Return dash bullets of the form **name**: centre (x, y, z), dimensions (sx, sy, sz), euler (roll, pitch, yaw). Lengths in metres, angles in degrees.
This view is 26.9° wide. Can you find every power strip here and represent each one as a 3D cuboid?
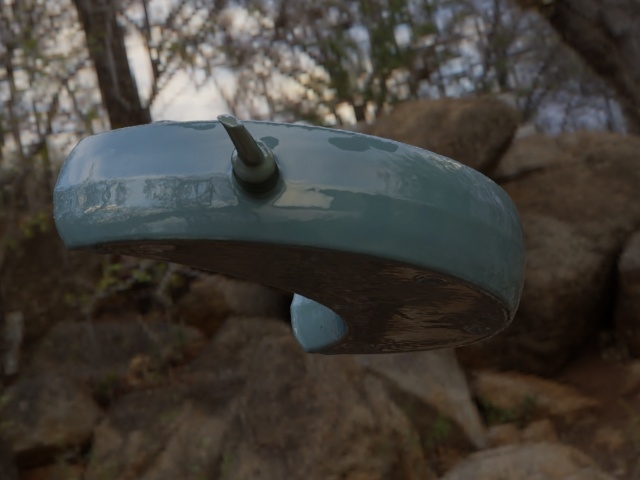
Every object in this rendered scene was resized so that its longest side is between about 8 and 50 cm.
- **power strip**: centre (0.000, 0.000, 0.486), dimensions (0.137, 0.044, 0.216), euler (-3, -18, 26)
